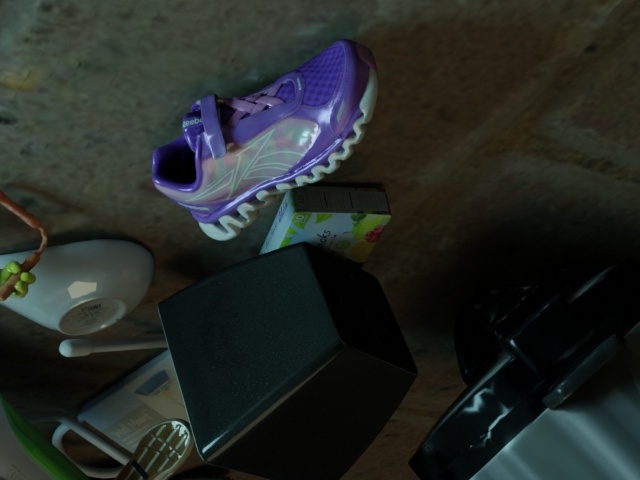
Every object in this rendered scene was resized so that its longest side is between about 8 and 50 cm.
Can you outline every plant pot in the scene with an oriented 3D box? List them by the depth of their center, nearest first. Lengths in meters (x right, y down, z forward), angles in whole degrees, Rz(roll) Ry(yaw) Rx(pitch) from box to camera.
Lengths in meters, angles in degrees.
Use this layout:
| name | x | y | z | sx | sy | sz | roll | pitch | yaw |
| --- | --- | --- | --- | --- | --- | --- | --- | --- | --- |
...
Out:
| name | x | y | z | sx | sy | sz | roll | pitch | yaw |
| --- | --- | --- | --- | --- | --- | --- | --- | --- | --- |
| plant pot | -0.018 | 0.112 | 1.136 | 0.167 | 0.187 | 0.188 | -38 | 141 | 21 |

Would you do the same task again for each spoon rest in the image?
| name | x | y | z | sx | sy | sz | roll | pitch | yaw |
| --- | --- | --- | --- | --- | --- | --- | --- | --- | --- |
| spoon rest | -0.292 | 0.053 | 1.121 | 0.276 | 0.084 | 0.137 | -12 | 151 | -25 |

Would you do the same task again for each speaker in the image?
| name | x | y | z | sx | sy | sz | roll | pitch | yaw |
| --- | --- | --- | --- | --- | --- | --- | --- | --- | --- |
| speaker | -0.312 | 0.260 | 1.201 | 0.131 | 0.131 | 0.296 | -23 | 129 | 15 |

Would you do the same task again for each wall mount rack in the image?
| name | x | y | z | sx | sy | sz | roll | pitch | yaw |
| --- | --- | --- | --- | --- | --- | --- | --- | --- | --- |
| wall mount rack | -0.222 | 0.201 | 1.307 | 0.350 | 0.130 | 0.304 | -35 | 121 | 28 |

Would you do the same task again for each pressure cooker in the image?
| name | x | y | z | sx | sy | sz | roll | pitch | yaw |
| --- | --- | --- | --- | --- | --- | --- | --- | --- | --- |
| pressure cooker | 0.304 | 0.224 | 1.272 | 0.375 | 0.420 | 0.370 | -27 | 160 | -51 |

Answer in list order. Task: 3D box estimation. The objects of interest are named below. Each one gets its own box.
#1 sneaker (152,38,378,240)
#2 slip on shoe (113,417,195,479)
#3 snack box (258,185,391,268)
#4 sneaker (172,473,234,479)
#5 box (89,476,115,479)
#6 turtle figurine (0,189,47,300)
| name | x | y | z | sx | sy | sz | roll | pitch | yaw |
| --- | --- | --- | --- | --- | --- | --- | --- | --- | --- |
| sneaker | -0.055 | -0.089 | 0.963 | 0.104 | 0.095 | 0.236 | 27 | 131 | -35 |
| slip on shoe | -0.171 | 0.234 | 1.235 | 0.135 | 0.051 | 0.041 | -53 | 159 | 25 |
| snack box | 0.000 | 0.000 | 1.156 | 0.100 | 0.037 | 0.141 | 2 | 146 | -18 |
| sneaker | -0.217 | 0.393 | 1.632 | 0.237 | 0.086 | 0.085 | -27 | 143 | 18 |
| box | -0.356 | 0.425 | 1.557 | 0.290 | 0.087 | 0.169 | -15 | 108 | 6 |
| turtle figurine | -0.379 | 0.051 | 0.992 | 0.269 | 0.217 | 0.087 | 11 | 170 | -32 |
